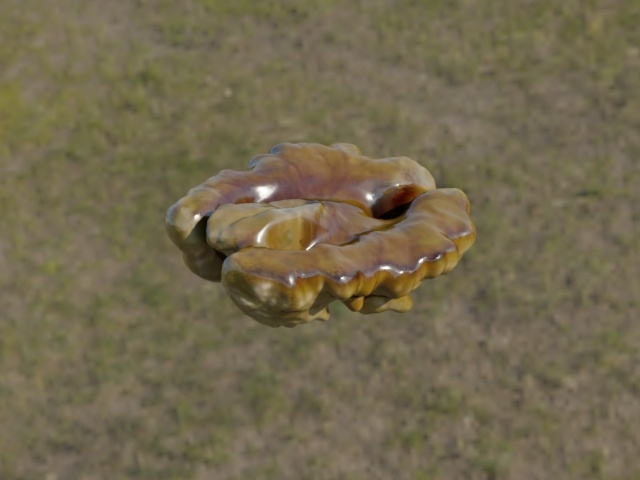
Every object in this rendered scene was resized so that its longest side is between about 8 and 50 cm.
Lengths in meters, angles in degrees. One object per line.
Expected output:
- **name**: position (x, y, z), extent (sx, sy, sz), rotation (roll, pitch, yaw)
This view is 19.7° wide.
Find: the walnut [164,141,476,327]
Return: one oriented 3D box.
- **walnut**: position (0.000, 0.000, 1.027), extent (0.170, 0.069, 0.143), rotation (-12, 33, -32)
